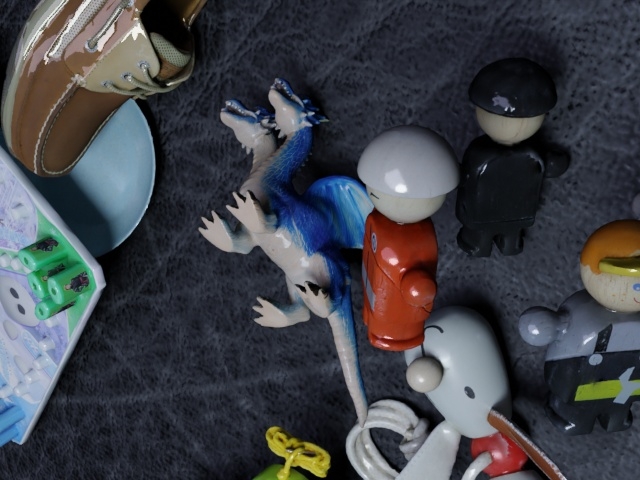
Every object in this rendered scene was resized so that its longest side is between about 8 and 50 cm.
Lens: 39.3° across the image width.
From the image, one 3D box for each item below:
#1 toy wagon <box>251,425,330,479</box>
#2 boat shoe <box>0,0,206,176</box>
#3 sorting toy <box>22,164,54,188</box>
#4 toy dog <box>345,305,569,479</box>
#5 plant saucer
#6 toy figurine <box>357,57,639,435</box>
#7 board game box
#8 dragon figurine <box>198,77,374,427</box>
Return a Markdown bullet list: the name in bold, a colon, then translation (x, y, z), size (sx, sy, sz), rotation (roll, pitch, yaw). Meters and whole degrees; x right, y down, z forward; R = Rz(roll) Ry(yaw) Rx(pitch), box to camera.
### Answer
- **toy wagon**: translation (-0.028, 0.321, 0.810), size (0.267, 0.068, 0.344), rotation (19, 128, 34)
- **boat shoe**: translation (-0.173, -0.185, 0.798), size (0.120, 0.122, 0.324), rotation (38, 112, 13)
- **sorting toy**: translation (-0.316, -0.098, 0.986), size (0.042, 0.061, 0.102), rotation (109, 141, -73)
- **toy dog**: translation (0.127, 0.229, 0.655), size (0.333, 0.161, 0.220), rotation (49, 124, 17)
- **plant saucer**: translation (-0.246, -0.076, 0.921), size (0.195, 0.037, 0.194), rotation (0, 91, 21)
- **toy figurine**: translation (0.142, -0.009, 0.558), size (0.210, 0.213, 0.148), rotation (24, 128, 31)
- **board game box**: translation (-0.425, 0.011, 1.000), size (0.390, 0.050, 0.390), rotation (48, 136, 11)
- **dragon figurine**: translation (0.000, 0.000, 0.737), size (0.289, 0.144, 0.085), rotation (54, 136, -1)
